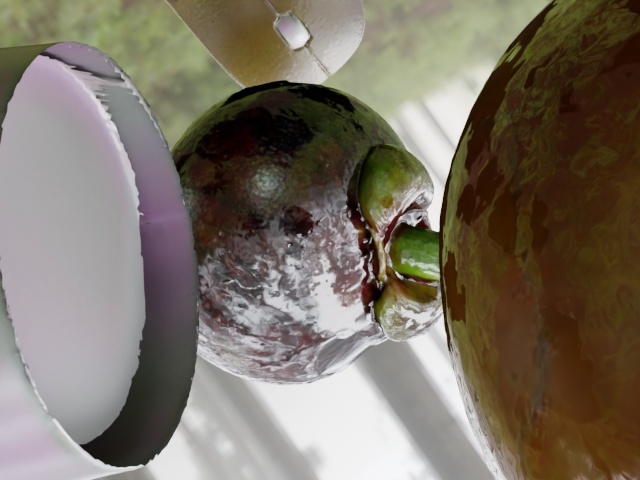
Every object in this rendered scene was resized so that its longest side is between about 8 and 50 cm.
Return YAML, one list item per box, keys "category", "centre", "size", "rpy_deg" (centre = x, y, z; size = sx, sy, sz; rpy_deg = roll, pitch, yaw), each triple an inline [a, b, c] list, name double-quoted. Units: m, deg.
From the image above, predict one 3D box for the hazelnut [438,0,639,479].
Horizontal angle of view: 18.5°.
- category: "hazelnut"
  centre: [0.218, 0.034, 0.751]
  size: [0.366, 0.366, 0.366]
  rpy_deg: [-35, 177, -2]

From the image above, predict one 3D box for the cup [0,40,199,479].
- category: "cup"
  centre: [-0.198, 0.023, 0.645]
  size: [0.288, 0.203, 0.203]
  rpy_deg: [-8, -174, 20]

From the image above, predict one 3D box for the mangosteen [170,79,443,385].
- category: "mangosteen"
  centre: [-0.010, 0.004, 1.352]
  size: [0.216, 0.216, 0.216]
  rpy_deg: [-35, 177, -2]

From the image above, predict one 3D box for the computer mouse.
- category: "computer mouse"
  centre: [-0.070, -0.224, 1.544]
  size: [0.126, 0.245, 0.056]
  rpy_deg: [-38, -178, 2]
